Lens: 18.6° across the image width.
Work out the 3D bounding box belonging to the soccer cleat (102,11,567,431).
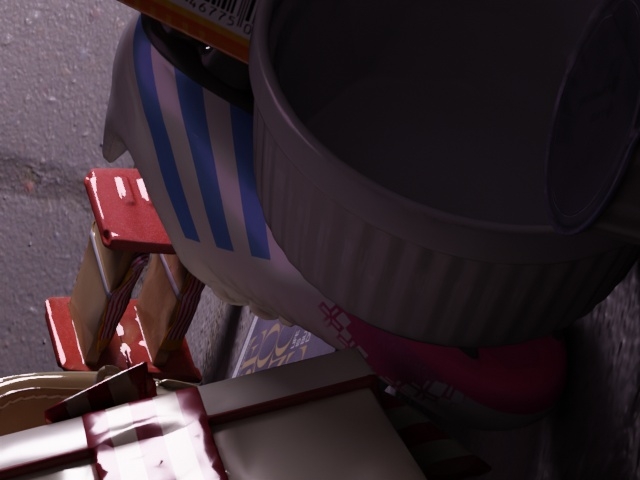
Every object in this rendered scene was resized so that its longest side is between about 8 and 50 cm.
[{"bbox_3d":[0.000,0.000,1.039,0.331,0.116,0.143,49,132,27],"label":"soccer cleat"}]

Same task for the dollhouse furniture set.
[{"bbox_3d":[-0.144,0.125,1.890,0.374,0.152,0.201,-111,34,-41],"label":"dollhouse furniture set"}]

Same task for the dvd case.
[{"bbox_3d":[-0.005,0.035,1.183,0.164,0.018,0.221,-70,13,-18],"label":"dvd case"}]

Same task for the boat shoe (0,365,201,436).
[{"bbox_3d":[-0.057,0.124,1.035,0.089,0.285,0.104,144,135,-68],"label":"boat shoe"}]

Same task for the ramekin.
[{"bbox_3d":[0.066,-0.048,0.884,0.109,0.207,0.207,104,173,-50],"label":"ramekin"}]

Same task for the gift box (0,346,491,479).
[{"bbox_3d":[-0.030,0.208,0.871,0.258,0.276,0.255,-127,29,-69],"label":"gift box"}]

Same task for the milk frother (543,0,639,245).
[{"bbox_3d":[0.137,0.006,0.630,0.129,0.135,0.143,148,135,-75],"label":"milk frother"}]

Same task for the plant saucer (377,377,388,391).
[{"bbox_3d":[0.044,-0.016,1.213,0.317,0.044,0.317,-59,14,24],"label":"plant saucer"}]

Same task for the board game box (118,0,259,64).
[{"bbox_3d":[-0.033,-0.355,1.054,0.356,0.356,0.356,-51,-15,-56],"label":"board game box"}]
